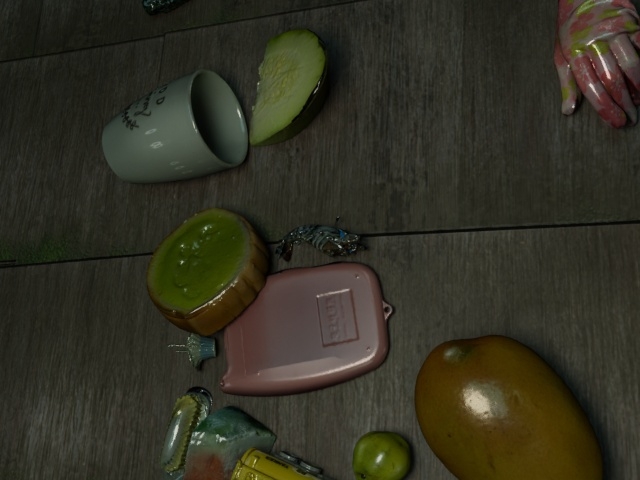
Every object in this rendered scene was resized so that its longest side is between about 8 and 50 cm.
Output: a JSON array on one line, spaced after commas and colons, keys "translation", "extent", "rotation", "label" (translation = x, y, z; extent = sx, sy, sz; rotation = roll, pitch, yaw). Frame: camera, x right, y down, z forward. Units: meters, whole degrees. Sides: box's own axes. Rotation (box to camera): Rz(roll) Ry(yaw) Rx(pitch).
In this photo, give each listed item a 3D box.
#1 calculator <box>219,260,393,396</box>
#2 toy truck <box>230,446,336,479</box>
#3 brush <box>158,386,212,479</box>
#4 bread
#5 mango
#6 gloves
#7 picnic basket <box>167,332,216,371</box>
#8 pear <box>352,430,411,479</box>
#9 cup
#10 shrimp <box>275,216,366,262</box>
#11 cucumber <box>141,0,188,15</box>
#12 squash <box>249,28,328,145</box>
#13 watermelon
[{"translation": [-0.035, 0.148, 1.247], "extent": [0.329, 0.048, 0.220], "rotation": [-14, 67, 15], "label": "calculator"}, {"translation": [-0.025, 0.402, 1.125], "extent": [0.226, 0.114, 0.098], "rotation": [17, 80, 24], "label": "toy truck"}, {"translation": [-0.257, 0.395, 1.246], "extent": [0.068, 0.060, 0.297], "rotation": [9, 77, 21], "label": "brush"}, {"translation": [-0.202, 0.051, 1.296], "extent": [0.236, 0.070, 0.236], "rotation": [-14, 52, 18], "label": "bread"}, {"translation": [0.268, 0.275, 1.027], "extent": [0.211, 0.173, 0.317], "rotation": [-37, 71, 7], "label": "mango"}, {"translation": [0.448, -0.294, 1.166], "extent": [0.145, 0.126, 0.241], "rotation": [-12, 62, 12], "label": "gloves"}, {"translation": [-0.227, 0.194, 1.301], "extent": [0.083, 0.065, 0.083], "rotation": [-3, 76, -2], "label": "picnic basket"}, {"translation": [0.092, 0.338, 1.115], "extent": [0.092, 0.092, 0.097], "rotation": [19, 62, 25], "label": "pear"}, {"translation": [-0.276, -0.225, 1.406], "extent": [0.234, 0.186, 0.258], "rotation": [-13, 39, 26], "label": "cup"}, {"translation": [-0.001, -0.004, 1.266], "extent": [0.174, 0.082, 0.076], "rotation": [-4, 77, 27], "label": "shrimp"}, {"translation": [-0.265, -0.546, 1.557], "extent": [0.256, 0.043, 0.044], "rotation": [-21, 72, 13], "label": "cucumber"}, {"translation": [-0.057, -0.307, 1.344], "extent": [0.204, 0.155, 0.237], "rotation": [3, 76, 20], "label": "squash"}, {"translation": [-0.172, 0.404, 1.183], "extent": [0.094, 0.154, 0.241], "rotation": [18, 93, 25], "label": "watermelon"}]
